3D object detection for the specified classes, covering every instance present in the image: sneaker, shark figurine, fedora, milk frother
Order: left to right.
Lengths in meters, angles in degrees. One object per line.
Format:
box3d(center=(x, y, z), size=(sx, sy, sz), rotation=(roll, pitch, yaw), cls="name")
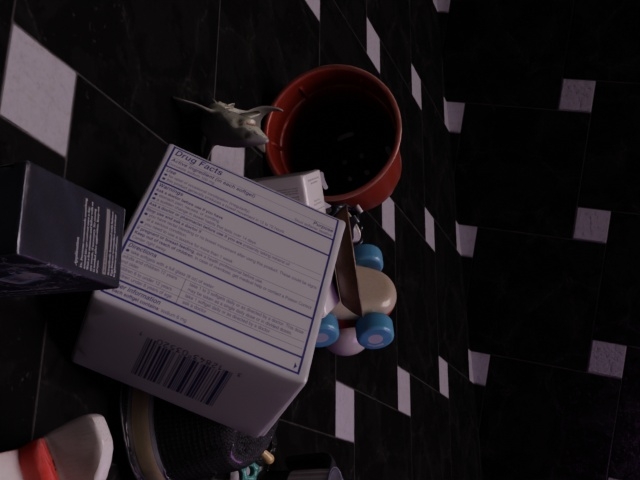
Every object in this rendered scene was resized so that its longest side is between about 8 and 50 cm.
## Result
box3d(center=(-0.146, 0.215, 1.207), size=(0.334, 0.153, 0.334), rotation=(-6, 90, -70), cls="fedora")
box3d(center=(-0.162, -0.177, 1.418), size=(0.278, 0.166, 0.116), rotation=(-85, -170, -77), cls="shark figurine")
box3d(center=(-0.043, 0.397, 1.449), size=(0.143, 0.135, 0.129), rotation=(62, 27, -44), cls="milk frother")
box3d(center=(0.000, 0.000, 1.594), size=(0.235, 0.153, 0.094), rotation=(-35, 95, -44), cls="sneaker")

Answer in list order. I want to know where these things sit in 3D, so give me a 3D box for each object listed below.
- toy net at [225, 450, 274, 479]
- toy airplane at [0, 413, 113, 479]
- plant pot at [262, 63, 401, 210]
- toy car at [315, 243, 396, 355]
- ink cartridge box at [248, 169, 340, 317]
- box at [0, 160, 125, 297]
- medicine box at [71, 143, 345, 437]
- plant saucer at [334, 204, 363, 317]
box3d(center=(-0.129, 0.358, 1.376), size=(0.122, 0.045, 0.232), rotation=(1, 79, -46), cls="toy net")
box3d(center=(-0.205, 0.359, 0.831), size=(0.386, 0.273, 0.384), rotation=(-73, 148, -47), cls="toy airplane")
box3d(center=(0.051, -0.182, 1.741), size=(0.265, 0.272, 0.272), rotation=(38, 48, -72), cls="plant pot")
box3d(center=(0.033, 0.161, 1.734), size=(0.238, 0.210, 0.219), rotation=(102, -13, -46), cls="toy car")
box3d(center=(-0.075, 0.012, 1.431), size=(0.100, 0.172, 0.237), rotation=(-32, 114, -71), cls="ink cartridge box")
box3d(center=(-0.306, -0.004, 0.845), size=(0.158, 0.156, 0.093), rotation=(34, 53, -63), cls="box")
box3d(center=(-0.135, 0.058, 1.095), size=(0.289, 0.264, 0.149), rotation=(-75, -167, -46), cls="medicine box")
box3d(center=(0.044, 0.038, 1.475), size=(0.198, 0.036, 0.198), rotation=(-9, 90, -88), cls="plant saucer")
